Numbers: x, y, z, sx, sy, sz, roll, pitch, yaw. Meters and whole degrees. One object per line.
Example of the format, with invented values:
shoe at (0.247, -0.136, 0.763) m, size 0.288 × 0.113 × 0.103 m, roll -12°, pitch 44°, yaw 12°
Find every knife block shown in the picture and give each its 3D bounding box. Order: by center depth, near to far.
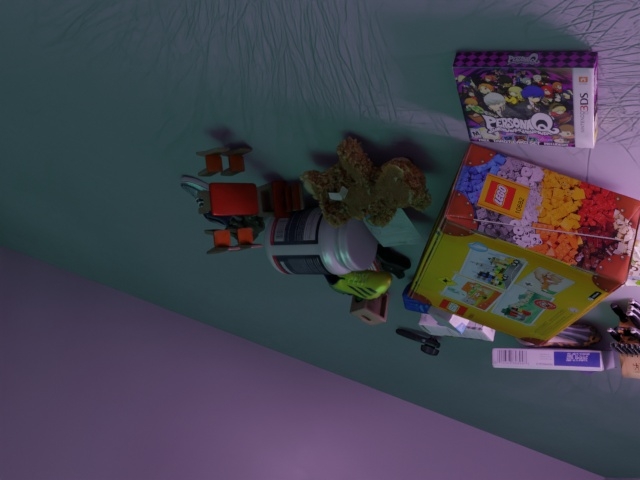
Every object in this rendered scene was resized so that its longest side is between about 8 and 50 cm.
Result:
knife block at (0.889, 0.250, 1.820) m, size 0.088 × 0.242 × 0.276 m, roll -2°, pitch -166°, yaw 44°

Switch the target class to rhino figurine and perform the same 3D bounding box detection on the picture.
rhino figurine at (-0.227, -0.052, 2.040) m, size 0.106 × 0.073 × 0.243 m, roll 26°, pitch 155°, yaw -11°

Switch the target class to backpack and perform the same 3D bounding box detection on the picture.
backpack at (0.321, 0.170, 2.069) m, size 0.120 × 0.098 × 0.101 m, roll 3°, pitch 123°, yaw 36°

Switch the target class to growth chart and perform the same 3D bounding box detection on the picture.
growth chart at (0.730, 0.055, 1.564) m, size 0.237 × 0.021 × 0.172 m, roll 36°, pitch 154°, yaw -32°

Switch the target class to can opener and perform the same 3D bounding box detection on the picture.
can opener at (0.381, 0.385, 2.554) m, size 0.186 × 0.073 × 0.059 m, roll 23°, pitch 167°, yaw 18°

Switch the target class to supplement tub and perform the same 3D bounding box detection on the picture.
supplement tub at (0.000, 0.000, 1.805) m, size 0.272 × 0.191 × 0.191 m, roll -1°, pitch 150°, yaw 34°

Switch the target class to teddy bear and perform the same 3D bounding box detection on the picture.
teddy bear at (0.104, -0.127, 1.530) m, size 0.245 × 0.113 × 0.338 m, roll 49°, pitch 141°, yaw -8°

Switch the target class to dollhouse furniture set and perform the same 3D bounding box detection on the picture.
dollhouse furniture set at (-0.181, -0.107, 1.685) m, size 0.135 × 0.262 × 0.259 m, roll -6°, pitch 180°, yaw 43°

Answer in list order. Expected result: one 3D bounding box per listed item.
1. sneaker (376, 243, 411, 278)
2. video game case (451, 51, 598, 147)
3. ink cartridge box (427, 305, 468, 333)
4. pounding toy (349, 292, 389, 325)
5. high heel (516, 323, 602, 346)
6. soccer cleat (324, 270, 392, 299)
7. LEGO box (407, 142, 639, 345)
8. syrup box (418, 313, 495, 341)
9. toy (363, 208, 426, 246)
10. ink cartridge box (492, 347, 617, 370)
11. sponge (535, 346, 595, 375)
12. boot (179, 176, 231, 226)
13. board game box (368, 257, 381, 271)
sneaker at (0.205, 0.066, 1.977) m, size 0.170 × 0.051 × 0.089 m, roll 26°, pitch 154°, yaw -25°
video game case at (0.364, -0.246, 1.154) m, size 0.232 × 0.042 × 0.210 m, roll 8°, pitch 154°, yaw 26°
ink cartridge box at (0.413, 0.192, 1.995) m, size 0.090 × 0.143 × 0.092 m, roll 22°, pitch 165°, yaw 46°
pounding toy at (0.152, 0.207, 2.266) m, size 0.141 × 0.130 × 0.100 m, roll 34°, pitch 142°, yaw -30°
high heel at (0.734, 0.298, 2.045) m, size 0.186 × 0.093 × 0.261 m, roll 12°, pitch 167°, yaw -17°
soccer cleat at (0.115, 0.126, 2.118) m, size 0.121 × 0.093 × 0.289 m, roll 41°, pitch 156°, yaw -26°
LEGO box at (0.438, 0.037, 1.519) m, size 0.372 × 0.193 × 0.500 m, roll 21°, pitch 158°, yaw 7°
syrup box at (0.454, 0.264, 2.167) m, size 0.237 × 0.093 × 0.096 m, roll 0°, pitch 151°, yaw 39°
toy at (0.165, -0.077, 1.678) m, size 0.137 × 0.056 × 0.237 m, roll -5°, pitch 141°, yaw 41°
ink cartridge box at (0.756, 0.378, 2.097) m, size 0.324 × 0.071 × 0.330 m, roll -5°, pitch 170°, yaw 30°
sponge at (0.851, 0.406, 2.243) m, size 0.210 × 0.031 × 0.117 m, roll 19°, pitch 157°, yaw 3°
boot at (-0.347, -0.116, 1.974) m, size 0.190 × 0.086 × 0.069 m, roll 26°, pitch 157°, yaw -15°
board game box at (0.094, 0.023, 1.981) m, size 0.147 × 0.045 × 0.193 m, roll 9°, pitch 155°, yaw 25°
